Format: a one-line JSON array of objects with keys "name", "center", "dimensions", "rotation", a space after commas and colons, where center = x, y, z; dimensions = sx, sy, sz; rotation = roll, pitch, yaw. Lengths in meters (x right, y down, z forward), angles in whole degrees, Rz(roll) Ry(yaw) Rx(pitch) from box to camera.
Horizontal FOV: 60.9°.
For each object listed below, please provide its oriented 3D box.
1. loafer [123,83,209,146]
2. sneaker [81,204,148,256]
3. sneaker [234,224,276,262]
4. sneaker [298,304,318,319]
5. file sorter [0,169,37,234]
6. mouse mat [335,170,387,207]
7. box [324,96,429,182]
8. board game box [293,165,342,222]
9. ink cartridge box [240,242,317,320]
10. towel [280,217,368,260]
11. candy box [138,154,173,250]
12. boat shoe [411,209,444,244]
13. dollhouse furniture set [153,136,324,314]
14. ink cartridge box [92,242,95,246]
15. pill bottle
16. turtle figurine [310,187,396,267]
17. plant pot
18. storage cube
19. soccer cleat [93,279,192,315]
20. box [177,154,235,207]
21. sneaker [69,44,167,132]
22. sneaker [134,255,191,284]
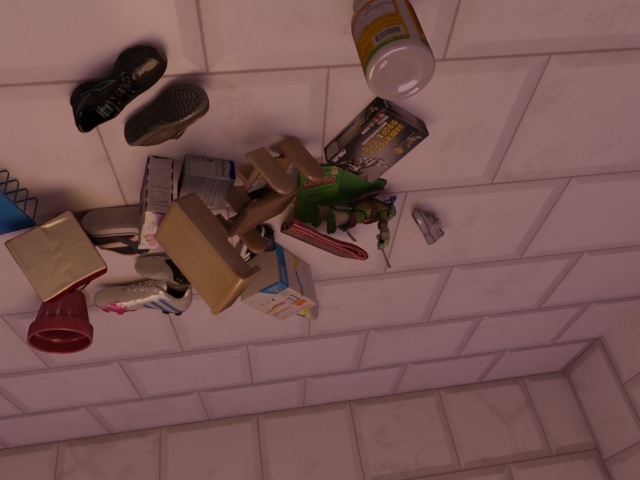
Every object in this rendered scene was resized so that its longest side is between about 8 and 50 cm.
[{"name": "loafer", "center": [-0.360, -0.296, 1.310], "dimensions": [0.251, 0.094, 0.087], "rotation": [-18, 171, 26]}, {"name": "sneaker", "center": [-0.520, -0.030, 1.604], "dimensions": [0.322, 0.126, 0.127], "rotation": [0, 141, 3]}, {"name": "sneaker", "center": [-0.215, 0.034, 1.816], "dimensions": [0.121, 0.079, 0.216], "rotation": [7, 140, -22]}, {"name": "sneaker", "center": [-0.101, 0.256, 2.185], "dimensions": [0.126, 0.091, 0.240], "rotation": [-5, 150, 25]}, {"name": "file sorter", "center": [-0.840, -0.110, 1.415], "dimensions": [0.118, 0.104, 0.170], "rotation": [-14, 146, 3]}, {"name": "mouse mat", "center": [0.094, -0.156, 1.694], "dimensions": [0.190, 0.007, 0.152], "rotation": [10, 140, -26]}, {"name": "box", "center": [0.151, -0.270, 1.499], "dimensions": [0.183, 0.056, 0.231], "rotation": [20, 135, -36]}, {"name": "board game box", "center": [-0.011, -0.142, 1.648], "dimensions": [0.124, 0.039, 0.259], "rotation": [-5, 148, -12]}, {"name": "ink cartridge box", "center": [-0.151, 0.151, 1.924], "dimensions": [0.171, 0.168, 0.233], "rotation": [-27, 143, 21]}, {"name": "towel", "center": [0.000, 0.000, 1.651], "dimensions": [0.237, 0.037, 0.329], "rotation": [24, 176, -9]}, {"name": "candy box", "center": [-0.442, -0.098, 1.460], "dimensions": [0.070, 0.196, 0.164], "rotation": [6, 143, -23]}, {"name": "boat shoe", "center": [0.371, -0.059, 1.861], "dimensions": [0.076, 0.083, 0.226], "rotation": [-31, 154, 8]}, {"name": "dollhouse furniture set", "center": [-0.184, -0.025, 1.436], "dimensions": [0.394, 0.256, 0.362], "rotation": [-30, 167, -48]}, {"name": "ink cartridge box", "center": [-0.802, 0.047, 1.680], "dimensions": [0.175, 0.072, 0.127], "rotation": [-29, 141, 26]}, {"name": "pill bottle", "center": [0.138, -0.418, 1.115], "dimensions": [0.137, 0.245, 0.136], "rotation": [-7, 146, -5]}, {"name": "turtle figurine", "center": [0.110, -0.026, 1.677], "dimensions": [0.267, 0.197, 0.274], "rotation": [2, 137, -33]}, {"name": "plant pot", "center": [-0.891, 0.271, 1.883], "dimensions": [0.202, 0.180, 0.201], "rotation": [-8, 146, -5]}, {"name": "storage cube", "center": [-0.717, 0.047, 1.494], "dimensions": [0.184, 0.214, 0.193], "rotation": [-32, -174, -22]}, {"name": "soccer cleat", "center": [-0.614, 0.180, 1.912], "dimensions": [0.332, 0.116, 0.143], "rotation": [6, 126, -27]}, {"name": "box", "center": [-0.318, -0.162, 1.512], "dimensions": [0.137, 0.072, 0.126], "rotation": [6, 142, -22]}, {"name": "sneaker", "center": [-0.445, -0.328, 1.211], "dimensions": [0.268, 0.106, 0.101], "rotation": [-27, 141, 20]}, {"name": "sneaker", "center": [-0.492, 0.096, 1.790], "dimensions": [0.238, 0.085, 0.086], "rotation": [9, 179, 16]}]
